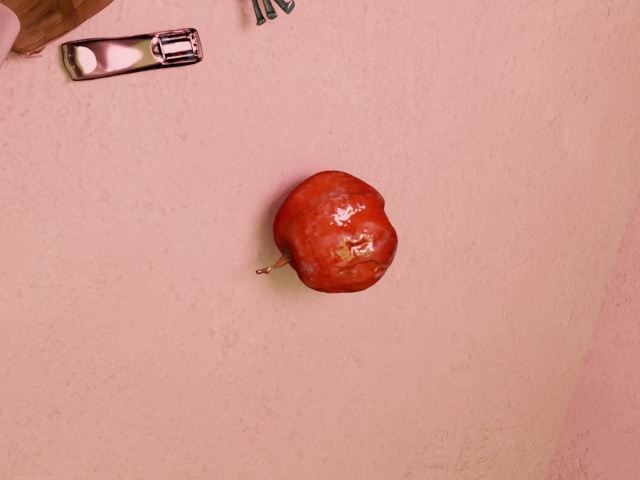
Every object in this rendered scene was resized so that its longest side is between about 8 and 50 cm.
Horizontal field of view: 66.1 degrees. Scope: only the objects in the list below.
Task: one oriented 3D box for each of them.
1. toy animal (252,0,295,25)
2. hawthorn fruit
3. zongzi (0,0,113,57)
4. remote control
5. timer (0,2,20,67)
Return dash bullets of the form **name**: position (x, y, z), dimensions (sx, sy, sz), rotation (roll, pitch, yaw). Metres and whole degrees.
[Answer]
- **toy animal**: position (-0.114, -0.456, 0.786), dimensions (0.103, 0.100, 0.208), rotation (-25, 110, 17)
- **hawthorn fruit**: position (0.000, 0.000, 0.933), dimensions (0.271, 0.242, 0.242), rotation (-20, 116, -18)
- **zongzi**: position (-0.330, -0.312, 0.624), dimensions (0.194, 0.197, 0.099), rotation (-47, 135, -10)
- **remote control**: position (-0.285, -0.291, 0.764), dimensions (0.212, 0.028, 0.059), rotation (-22, 117, -28)
- **timer**: position (-0.475, -0.181, 0.522), dimensions (0.194, 0.195, 0.193), rotation (27, 47, -36)
